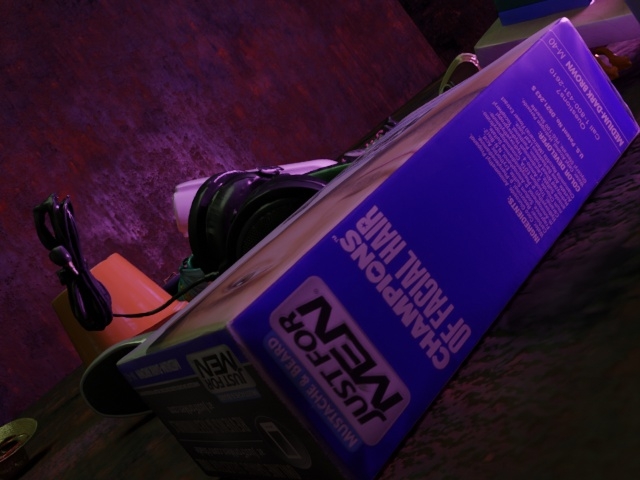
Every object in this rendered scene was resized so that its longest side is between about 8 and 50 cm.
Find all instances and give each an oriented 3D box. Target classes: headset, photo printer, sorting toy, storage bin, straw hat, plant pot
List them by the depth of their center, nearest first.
[{"bbox_3d":[0.300,-0.286,0.669,0.255,0.089,0.257,-1,37,42],"label":"sorting toy"},{"bbox_3d":[-0.059,-0.027,0.686,0.394,0.185,0.243,-26,19,-21],"label":"headset"},{"bbox_3d":[-0.319,0.130,1.120,0.205,0.188,0.205,-37,7,5],"label":"plant pot"},{"bbox_3d":[-0.521,0.363,1.158,0.144,0.061,0.144,-22,19,8],"label":"straw hat"},{"bbox_3d":[-0.091,-0.080,1.271,0.307,0.107,0.256,-9,5,3],"label":"photo printer"},{"bbox_3d":[-0.319,0.127,1.585,0.135,0.098,0.091,-42,-2,-29],"label":"storage bin"}]

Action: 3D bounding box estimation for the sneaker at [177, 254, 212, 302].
[{"bbox_3d":[-0.216,0.077,1.277,0.275,0.110,0.107,-33,8,37],"label":"sneaker"}]

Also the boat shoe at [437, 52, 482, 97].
[{"bbox_3d":[0.161,-0.147,0.840,0.048,0.056,0.153,-70,-2,-64],"label":"boat shoe"}]

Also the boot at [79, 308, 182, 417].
[{"bbox_3d":[-0.163,0.119,0.856,0.244,0.088,0.176,-29,8,9],"label":"boot"}]

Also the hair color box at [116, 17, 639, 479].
[{"bbox_3d":[0.047,0.001,0.464,0.339,0.110,0.185,-44,10,-33],"label":"hair color box"}]

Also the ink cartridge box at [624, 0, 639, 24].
[{"bbox_3d":[0.255,-0.167,0.348,0.190,0.140,0.082,-32,7,37],"label":"ink cartridge box"}]

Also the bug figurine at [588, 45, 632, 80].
[{"bbox_3d":[0.296,-0.224,0.794,0.216,0.072,0.279,-40,8,-17],"label":"bug figurine"}]

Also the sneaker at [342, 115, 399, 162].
[{"bbox_3d":[0.116,-0.179,1.229,0.170,0.075,0.063,-16,3,13],"label":"sneaker"}]
